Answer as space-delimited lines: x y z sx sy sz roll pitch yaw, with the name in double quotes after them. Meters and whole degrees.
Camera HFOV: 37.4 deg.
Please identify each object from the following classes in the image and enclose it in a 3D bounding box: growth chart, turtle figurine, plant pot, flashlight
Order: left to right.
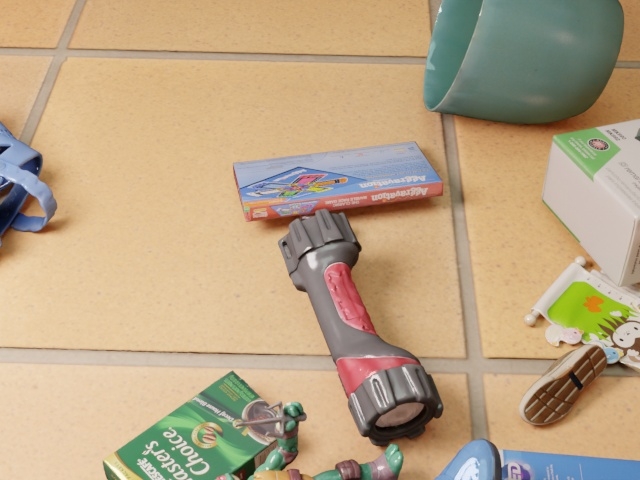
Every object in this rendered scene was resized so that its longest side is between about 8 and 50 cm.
-0.028 0.257 0.967 0.234 0.118 0.175 7 58 -15 "turtle figurine"
0.046 0.091 1.132 0.103 0.103 0.304 8 44 -32 "flashlight"
0.316 -0.311 1.449 0.235 0.293 0.293 13 44 -8 "plant pot"
0.393 0.102 1.198 0.237 0.021 0.172 21 47 23 "growth chart"

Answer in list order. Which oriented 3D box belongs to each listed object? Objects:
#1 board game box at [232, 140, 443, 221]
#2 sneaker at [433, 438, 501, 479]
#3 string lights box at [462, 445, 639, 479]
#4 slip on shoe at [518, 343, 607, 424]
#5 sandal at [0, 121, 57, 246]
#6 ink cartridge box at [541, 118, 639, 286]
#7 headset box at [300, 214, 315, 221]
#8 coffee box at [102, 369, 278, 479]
0.021 -0.088 1.364 0.281 0.027 0.145 -7 30 -8 "board game box"
0.101 0.278 0.902 0.082 0.069 0.209 30 85 -17 "sneaker"
0.271 0.293 0.960 0.260 0.077 0.133 4 44 4 "string lights box"
0.280 0.169 1.117 0.135 0.051 0.041 -39 12 -21 "slip on shoe"
-0.459 -0.103 1.340 0.138 0.126 0.317 -12 54 -17 "sandal"
0.485 -0.072 1.292 0.289 0.121 0.211 -13 40 -15 "ink cartridge box"
0.000 0.000 1.291 0.062 0.032 0.083 4 43 4 "headset box"
-0.132 0.233 1.042 0.184 0.040 0.113 -32 53 -29 "coffee box"
